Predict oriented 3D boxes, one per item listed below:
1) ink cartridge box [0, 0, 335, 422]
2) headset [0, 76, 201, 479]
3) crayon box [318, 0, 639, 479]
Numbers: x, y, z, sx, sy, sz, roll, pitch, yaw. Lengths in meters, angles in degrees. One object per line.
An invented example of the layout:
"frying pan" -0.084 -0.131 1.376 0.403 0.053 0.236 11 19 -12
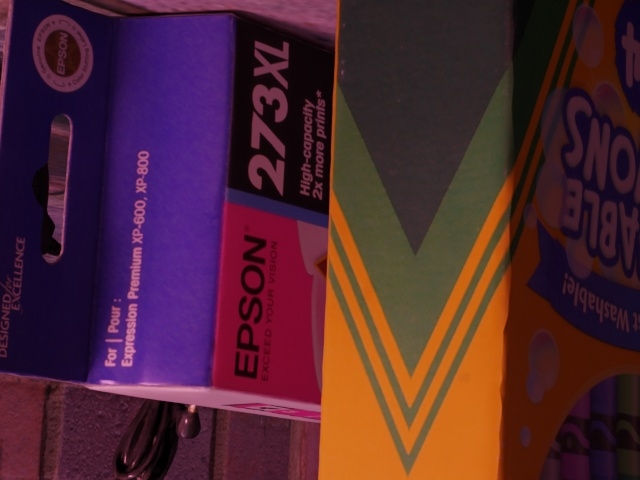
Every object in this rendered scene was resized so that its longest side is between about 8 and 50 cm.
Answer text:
"ink cartridge box" 0.000 0.000 0.865 0.069 0.176 0.371 -7 166 43
"headset" -0.238 0.008 0.958 0.394 0.185 0.243 21 163 -26
"crayon box" 0.090 0.048 0.690 0.083 0.323 0.203 -4 168 36
